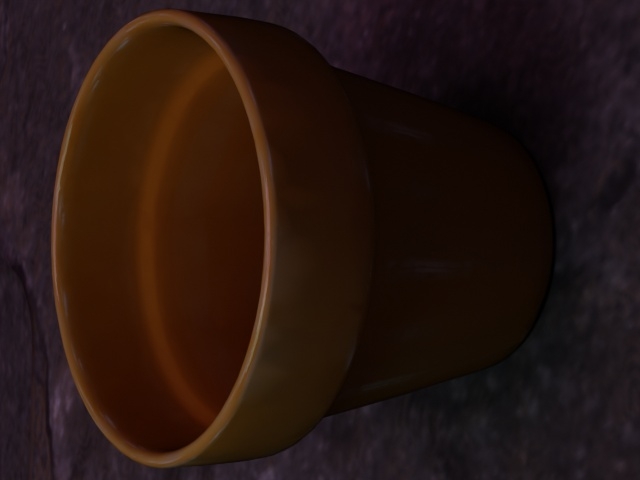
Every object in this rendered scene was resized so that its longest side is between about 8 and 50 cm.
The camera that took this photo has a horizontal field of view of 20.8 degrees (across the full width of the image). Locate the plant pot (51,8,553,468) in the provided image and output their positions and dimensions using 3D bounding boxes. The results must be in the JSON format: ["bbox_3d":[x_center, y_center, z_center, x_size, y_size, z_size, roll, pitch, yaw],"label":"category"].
[{"bbox_3d":[0.000,0.000,0.832,0.205,0.188,0.205,-2,88,56],"label":"plant pot"}]
